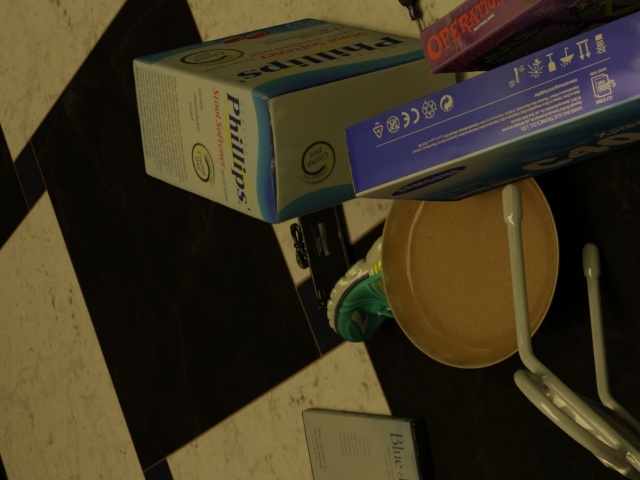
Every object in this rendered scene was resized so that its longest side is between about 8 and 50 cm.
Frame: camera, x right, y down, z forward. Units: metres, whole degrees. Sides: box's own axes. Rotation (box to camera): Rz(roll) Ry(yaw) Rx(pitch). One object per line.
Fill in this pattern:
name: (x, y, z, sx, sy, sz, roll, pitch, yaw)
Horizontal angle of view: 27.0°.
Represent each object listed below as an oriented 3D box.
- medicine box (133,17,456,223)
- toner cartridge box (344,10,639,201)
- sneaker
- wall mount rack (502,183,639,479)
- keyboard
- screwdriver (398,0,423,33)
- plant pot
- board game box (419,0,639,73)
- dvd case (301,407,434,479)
medicine box: (-0.030, -0.148, 1.543, 0.289, 0.263, 0.149, 21, 123, 51)
toner cartridge box: (0.204, -0.115, 1.250, 0.348, 0.165, 0.075, -18, 76, 43)
sneaker: (0.096, 0.054, 1.584, 0.110, 0.107, 0.275, 56, 140, 15)
wall mount rack: (0.273, 0.111, 1.225, 0.130, 0.350, 0.304, -49, 55, 8)
keyboard: (0.000, 0.000, 1.769, 0.108, 0.023, 0.180, -15, 87, 49)
screwdriver: (0.115, -0.241, 1.539, 0.025, 0.024, 0.170, 152, 98, -85)
plant pot: (0.162, 0.017, 1.422, 0.236, 0.032, 0.236, -1, 89, 43)
board game box: (0.267, -0.232, 1.157, 0.347, 0.208, 0.056, -28, 77, 54)
dvd case: (0.066, 0.318, 1.770, 0.253, 0.022, 0.180, -5, 96, 55)
